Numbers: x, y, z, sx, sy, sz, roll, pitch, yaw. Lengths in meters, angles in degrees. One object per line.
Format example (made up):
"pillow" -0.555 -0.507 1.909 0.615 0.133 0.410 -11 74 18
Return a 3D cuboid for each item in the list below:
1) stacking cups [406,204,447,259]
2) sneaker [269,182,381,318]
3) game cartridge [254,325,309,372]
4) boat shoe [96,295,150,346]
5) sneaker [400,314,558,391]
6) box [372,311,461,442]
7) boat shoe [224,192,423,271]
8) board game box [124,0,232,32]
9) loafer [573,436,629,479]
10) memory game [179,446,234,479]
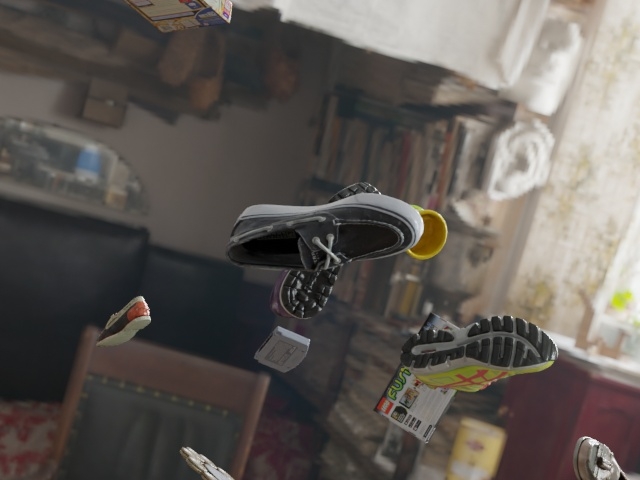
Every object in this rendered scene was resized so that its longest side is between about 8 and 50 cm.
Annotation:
"stacking cups" 0.135 -0.048 2.289 0.096 0.096 0.316 14 9 -25
"sneaker" -0.001 0.013 2.066 0.107 0.283 0.124 42 -19 -14
"game cartridge" -0.049 0.147 1.565 0.056 0.017 0.083 27 -41 -10
"boat shoe" -0.327 0.137 1.923 0.049 0.043 0.137 -1 -25 -45
"sneaker" 0.219 0.161 1.573 0.209 0.081 0.094 -5 -42 24
"box" 0.195 0.245 2.095 0.114 0.207 0.036 31 -1 17
"boat shoe" 0.000 0.000 1.732 0.301 0.108 0.102 1 36 20
"board game box" -0.266 -0.432 2.041 0.147 0.045 0.193 -3 -19 26
"loafer" 0.283 0.228 1.154 0.039 0.045 0.125 8 -26 32
"memory game" -0.144 0.379 1.801 0.186 0.012 0.186 38 -5 4
